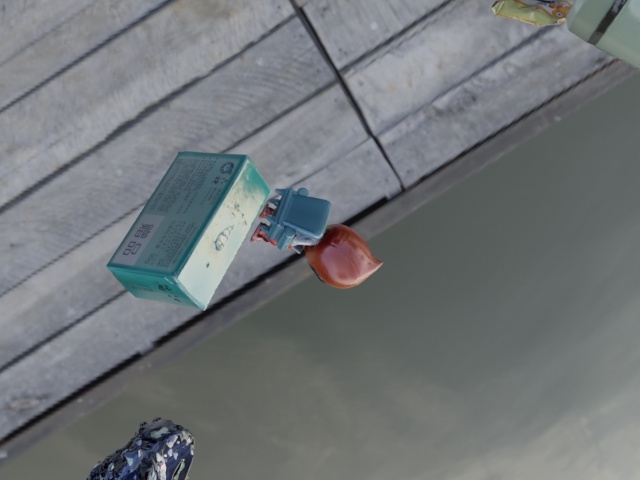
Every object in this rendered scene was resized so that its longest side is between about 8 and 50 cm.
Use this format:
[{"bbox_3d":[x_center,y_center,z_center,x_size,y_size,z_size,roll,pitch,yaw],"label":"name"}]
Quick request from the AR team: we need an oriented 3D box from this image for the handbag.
[{"bbox_3d":[-0.259,0.362,1.130,0.113,0.162,0.260,25,110,6],"label":"handbag"}]

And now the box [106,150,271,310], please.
[{"bbox_3d":[-0.203,-0.021,1.337,0.245,0.153,0.092,-62,140,-27],"label":"box"}]

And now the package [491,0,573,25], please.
[{"bbox_3d":[0.321,-0.336,1.232,0.108,0.120,0.031,-26,131,-40],"label":"package"}]

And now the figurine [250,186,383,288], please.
[{"bbox_3d":[0.000,0.000,0.919,0.140,0.068,0.075,29,143,-9],"label":"figurine"}]

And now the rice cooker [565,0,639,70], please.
[{"bbox_3d":[0.341,-0.243,0.751,0.244,0.226,0.226,28,119,6],"label":"rice cooker"}]
